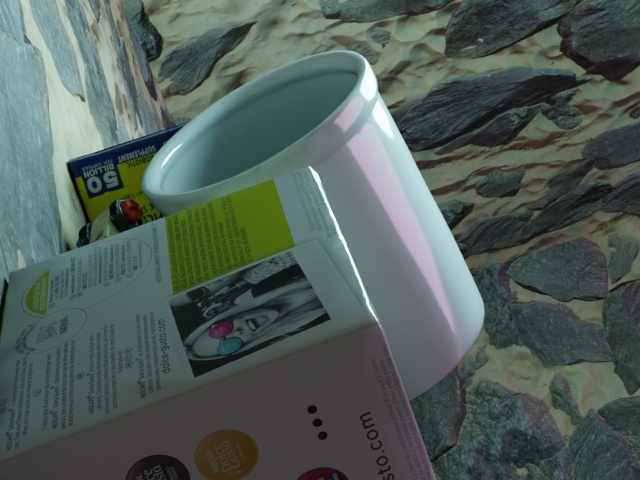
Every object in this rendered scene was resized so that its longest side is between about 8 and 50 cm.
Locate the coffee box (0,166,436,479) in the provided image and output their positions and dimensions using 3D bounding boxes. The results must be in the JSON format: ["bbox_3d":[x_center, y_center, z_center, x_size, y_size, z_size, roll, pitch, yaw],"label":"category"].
[{"bbox_3d":[-0.087,0.185,1.175,0.338,0.334,0.337,-111,-178,-62],"label":"coffee box"}]

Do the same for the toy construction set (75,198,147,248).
[{"bbox_3d":[-0.216,0.076,1.574,0.215,0.151,0.327,44,6,-28],"label":"toy construction set"}]

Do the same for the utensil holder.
[{"bbox_3d":[0.000,0.000,1.655,0.385,0.328,0.327,61,5,-24],"label":"utensil holder"}]

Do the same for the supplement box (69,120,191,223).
[{"bbox_3d":[-0.209,0.016,1.854,0.195,0.194,0.356,-102,174,-83],"label":"supplement box"}]
